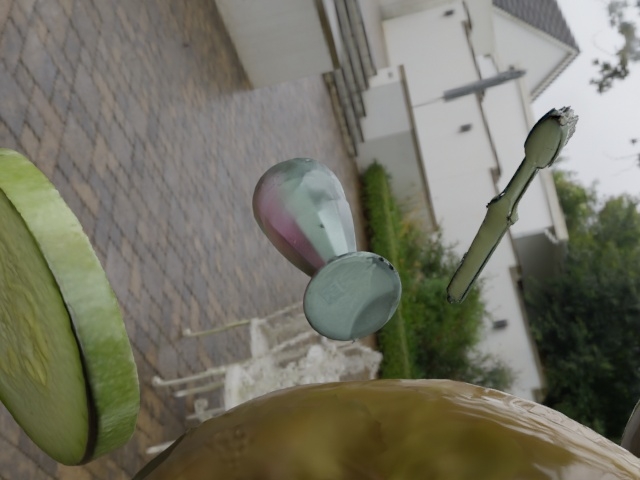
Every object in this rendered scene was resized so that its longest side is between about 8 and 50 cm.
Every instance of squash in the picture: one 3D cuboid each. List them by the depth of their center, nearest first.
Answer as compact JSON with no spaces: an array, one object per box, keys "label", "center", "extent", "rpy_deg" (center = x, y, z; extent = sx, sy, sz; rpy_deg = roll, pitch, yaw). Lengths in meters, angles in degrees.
[{"label":"squash","center":[-0.220,0.052,0.605],"extent":[0.048,0.252,0.252],"rpy_deg":[-23,104,-38]}]

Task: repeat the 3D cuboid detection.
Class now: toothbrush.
[{"label":"toothbrush","center":[0.140,-0.012,0.630],"extent":[0.026,0.028,0.294],"rpy_deg":[47,-26,17]}]

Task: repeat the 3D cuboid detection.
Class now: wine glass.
[{"label":"wine glass","center":[0.000,0.000,0.549],"extent":[0.155,0.073,0.073],"rpy_deg":[-120,-168,-61]}]

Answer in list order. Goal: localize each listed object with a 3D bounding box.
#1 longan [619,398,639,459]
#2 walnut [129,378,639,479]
[{"label":"longan","center":[0.441,0.240,0.732],"extent":[0.361,0.360,0.361],"rpy_deg":[-12,90,-82]},{"label":"walnut","center":[0.035,0.253,0.424],"extent":[0.383,0.383,0.384],"rpy_deg":[-12,90,-82]}]
